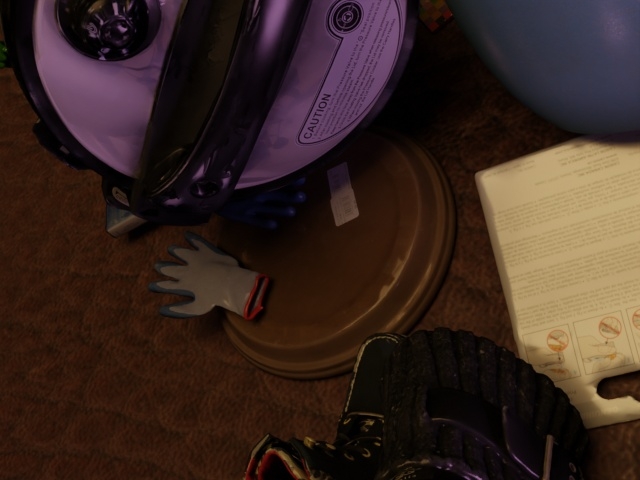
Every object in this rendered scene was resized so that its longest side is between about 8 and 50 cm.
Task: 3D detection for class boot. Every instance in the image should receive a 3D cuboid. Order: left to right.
[{"bbox_3d":[0.022,0.164,0.778,0.085,0.179,0.236,-9,62,31],"label":"boot"},{"bbox_3d":[0.156,0.235,0.670,0.131,0.348,0.260,-32,10,18],"label":"boot"}]

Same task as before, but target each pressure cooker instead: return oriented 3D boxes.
[{"bbox_3d":[-0.115,-0.238,0.907,0.376,0.369,0.420,-27,41,0],"label":"pressure cooker"}]

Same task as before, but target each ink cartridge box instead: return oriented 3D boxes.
[{"bbox_3d":[0.241,0.026,0.803,0.189,0.066,0.232,-18,78,26],"label":"ink cartridge box"}]

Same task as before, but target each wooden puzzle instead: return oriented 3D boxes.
[{"bbox_3d":[0.127,-0.248,1.043,0.083,0.006,0.049,-39,50,11],"label":"wooden puzzle"}]

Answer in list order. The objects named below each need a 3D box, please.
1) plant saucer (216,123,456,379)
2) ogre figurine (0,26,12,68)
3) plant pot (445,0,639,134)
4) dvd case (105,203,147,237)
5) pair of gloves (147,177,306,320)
[{"bbox_3d":[0.000,0.000,0.976,0.278,0.041,0.277,-17,57,27],"label":"plant saucer"},{"bbox_3d":[-0.286,-0.263,1.149,0.097,0.118,0.197,13,76,42],"label":"ogre figurine"},{"bbox_3d":[0.229,-0.226,0.774,0.293,0.235,0.293,-21,24,10],"label":"plant pot"},{"bbox_3d":[-0.145,-0.125,1.142,0.253,0.022,0.180,-27,47,21],"label":"dvd case"},{"bbox_3d":[-0.094,-0.007,1.003,0.159,0.023,0.198,11,72,37],"label":"pair of gloves"}]
